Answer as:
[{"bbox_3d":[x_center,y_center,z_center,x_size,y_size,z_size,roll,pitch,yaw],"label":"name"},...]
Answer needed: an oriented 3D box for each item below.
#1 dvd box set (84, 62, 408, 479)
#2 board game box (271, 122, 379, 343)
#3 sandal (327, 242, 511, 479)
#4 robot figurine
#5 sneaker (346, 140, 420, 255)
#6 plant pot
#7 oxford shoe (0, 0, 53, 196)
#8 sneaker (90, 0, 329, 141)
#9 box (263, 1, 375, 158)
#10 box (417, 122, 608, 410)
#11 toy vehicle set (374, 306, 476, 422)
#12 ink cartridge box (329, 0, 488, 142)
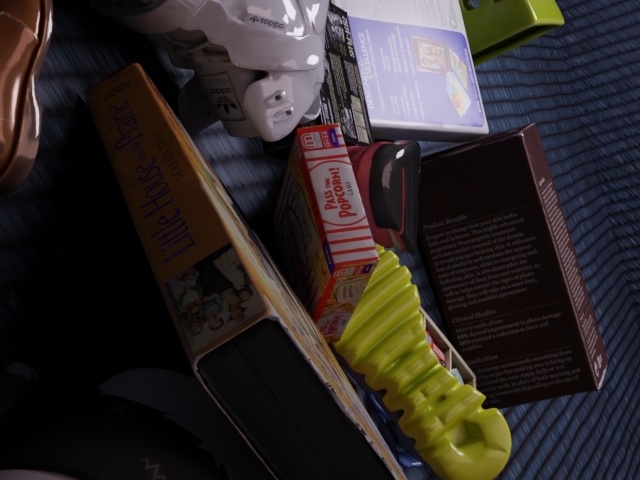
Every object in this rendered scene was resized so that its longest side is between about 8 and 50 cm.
[{"bbox_3d":[-0.046,0.062,0.868,0.307,0.062,0.420,57,-1,-33],"label":"dvd box set"},{"bbox_3d":[0.000,0.000,1.112,0.193,0.045,0.146,109,-31,-61],"label":"board game box"},{"bbox_3d":[0.071,0.137,1.253,0.126,0.138,0.317,-27,81,-23],"label":"sandal"},{"bbox_3d":[-0.133,0.185,0.712,0.278,0.209,0.173,-40,140,-65],"label":"robot figurine"},{"bbox_3d":[0.038,-0.046,1.218,0.314,0.136,0.115,-22,113,-85],"label":"sneaker"},{"bbox_3d":[0.228,-0.388,1.804,0.227,0.228,0.207,-22,90,-66],"label":"plant pot"},{"bbox_3d":[-0.239,-0.141,0.803,0.076,0.076,0.212,24,52,-47],"label":"oxford shoe"},{"bbox_3d":[-0.112,-0.190,1.008,0.366,0.137,0.210,-13,106,-48],"label":"sneaker"},{"bbox_3d":[-0.014,-0.186,1.313,0.147,0.078,0.180,6,70,-65],"label":"box"},{"bbox_3d":[0.267,0.040,1.657,0.143,0.191,0.381,-35,109,-66],"label":"box"},{"bbox_3d":[0.135,0.185,1.464,0.267,0.035,0.166,50,34,-44],"label":"toy vehicle set"},{"bbox_3d":[0.078,-0.284,1.547,0.307,0.072,0.303,-1,76,-39],"label":"ink cartridge box"}]
